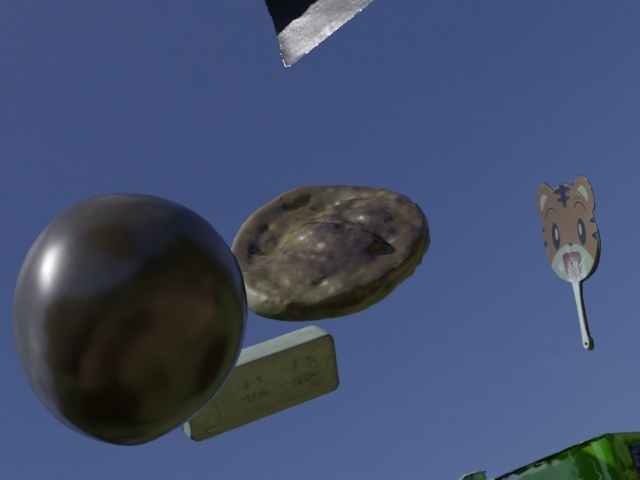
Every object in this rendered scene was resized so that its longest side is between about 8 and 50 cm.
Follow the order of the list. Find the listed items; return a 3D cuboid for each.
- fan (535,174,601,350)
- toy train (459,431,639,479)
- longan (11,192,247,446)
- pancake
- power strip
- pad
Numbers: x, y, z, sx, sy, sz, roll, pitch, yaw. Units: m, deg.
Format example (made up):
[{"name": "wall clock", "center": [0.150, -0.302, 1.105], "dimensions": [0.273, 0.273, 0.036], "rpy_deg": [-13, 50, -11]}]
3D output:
[{"name": "fan", "center": [0.328, 0.030, 1.989], "dimensions": [0.008, 0.226, 0.152], "rpy_deg": [-7, -3, -21]}, {"name": "toy train", "center": [0.249, 0.259, 1.337], "dimensions": [0.249, 0.173, 0.307], "rpy_deg": [-31, -24, 35]}, {"name": "longan", "center": [-0.148, 0.057, 1.220], "dimensions": [0.198, 0.198, 0.212], "rpy_deg": [-53, -14, 28]}, {"name": "pancake", "center": [0.000, 0.000, 1.686], "dimensions": [0.242, 0.242, 0.050], "rpy_deg": [-25, -53, -22]}, {"name": "power strip", "center": [-0.110, 0.200, 2.089], "dimensions": [0.288, 0.053, 0.093], "rpy_deg": [-19, -65, -27]}, {"name": "pad", "center": [0.037, -0.203, 0.977], "dimensions": [0.193, 0.116, 0.004], "rpy_deg": [-35, -42, 22]}]
